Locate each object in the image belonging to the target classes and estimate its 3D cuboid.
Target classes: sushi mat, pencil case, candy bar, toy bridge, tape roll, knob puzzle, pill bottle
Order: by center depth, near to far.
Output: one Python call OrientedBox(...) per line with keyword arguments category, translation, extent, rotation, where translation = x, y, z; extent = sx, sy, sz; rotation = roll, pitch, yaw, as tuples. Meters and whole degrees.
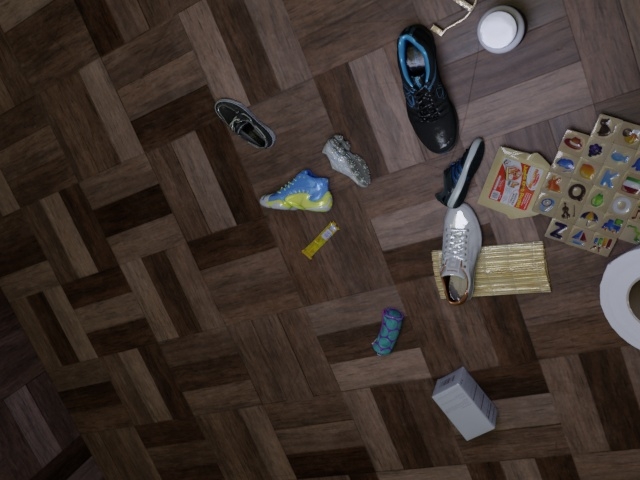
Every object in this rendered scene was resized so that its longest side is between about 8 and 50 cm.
OrientedBox(category="pill bottle", translation=(0.427, -0.497, 1.397), extent=(0.108, 0.180, 0.108), rotation=(8, 113, 19))
OrientedBox(category="tape roll", translation=(0.846, 0.138, 1.457), extent=(0.286, 0.100, 0.286), rotation=(24, 123, 42))
OrientedBox(category="toy bridge", translation=(0.355, -0.593, 1.477), extent=(0.063, 0.026, 0.188), rotation=(36, 119, 3))
OrientedBox(category="knob puzzle", translation=(0.539, -0.146, 1.573), extent=(0.213, 0.030, 0.213), rotation=(8, 115, 18))
OrientedBox(category="sushi mat", translation=(0.482, 0.086, 1.694), extent=(0.316, 0.019, 0.151), rotation=(-6, 107, 24))
OrientedBox(category="pencil case", translation=(0.210, 0.286, 1.858), extent=(0.070, 0.064, 0.151), rotation=(14, 115, -1))
OrientedBox(category="candy bar", translation=(0.000, 0.000, 1.858), extent=(0.040, 0.018, 0.161), rotation=(43, 119, -2))

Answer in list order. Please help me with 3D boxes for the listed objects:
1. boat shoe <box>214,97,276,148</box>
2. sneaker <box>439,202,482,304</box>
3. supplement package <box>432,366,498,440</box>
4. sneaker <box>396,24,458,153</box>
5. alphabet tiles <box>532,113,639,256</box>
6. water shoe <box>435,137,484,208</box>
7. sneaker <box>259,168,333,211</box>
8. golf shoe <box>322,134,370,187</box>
OrientedBox(category="boat shoe", translation=(-0.235, -0.353, 1.787), extent=(0.219, 0.070, 0.078), rotation=(35, 119, 6))
OrientedBox(category="sneaker", translation=(0.386, 0.040, 1.640), extent=(0.106, 0.123, 0.290), rotation=(0, 97, 25))
OrientedBox(category="supplement package", translation=(0.445, 0.500, 1.821), extent=(0.105, 0.105, 0.179), rotation=(-37, 93, 28))
OrientedBox(category="sneaker", translation=(0.262, -0.379, 1.534), extent=(0.125, 0.139, 0.341), rotation=(-15, 105, 25))
OrientedBox(category="alphabet tiles", translation=(0.717, -0.133, 1.499), extent=(0.285, 0.011, 0.342), rotation=(19, 116, 8))
OrientedBox(category="water shoe", translation=(0.371, -0.187, 1.601), extent=(0.080, 0.073, 0.203), rotation=(30, 109, 31))
OrientedBox(category="sneaker", translation=(-0.072, -0.153, 1.804), extent=(0.240, 0.091, 0.126), rotation=(4, 93, 21))
OrientedBox(category="golf shoe", translation=(0.075, -0.221, 1.728), extent=(0.176, 0.069, 0.086), rotation=(54, 139, -1))
